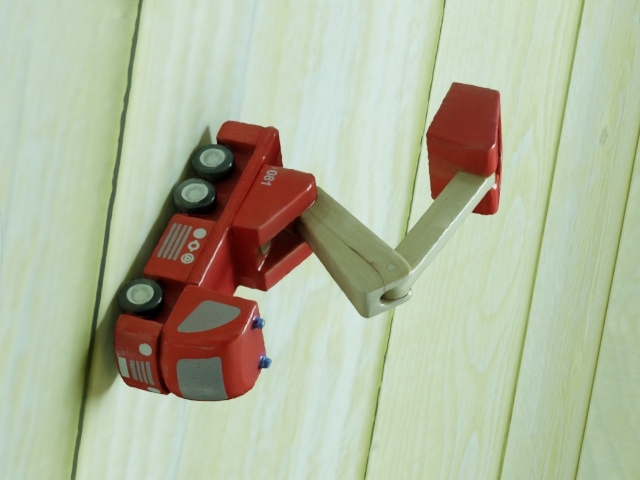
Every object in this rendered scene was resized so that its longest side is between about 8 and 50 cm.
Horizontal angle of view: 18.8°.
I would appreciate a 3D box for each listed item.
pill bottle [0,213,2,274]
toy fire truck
[{"bbox_3d":[-0.166,0.025,0.389,0.221,0.121,0.121,-44,142,-62],"label":"pill bottle"},{"bbox_3d":[0.000,0.000,0.889,0.047,0.135,0.192,83,25,-48],"label":"toy fire truck"}]
